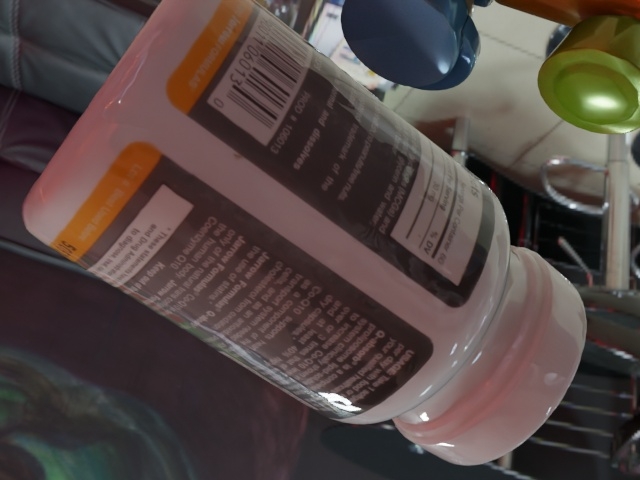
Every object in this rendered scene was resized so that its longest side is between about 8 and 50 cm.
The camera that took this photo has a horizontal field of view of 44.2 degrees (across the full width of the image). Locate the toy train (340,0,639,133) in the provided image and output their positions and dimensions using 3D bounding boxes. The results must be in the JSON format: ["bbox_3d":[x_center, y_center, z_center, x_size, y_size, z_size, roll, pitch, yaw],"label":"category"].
[{"bbox_3d":[0.141,-0.103,0.333,0.248,0.143,0.105,22,155,11],"label":"toy train"}]

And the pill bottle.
[{"bbox_3d":[0.000,0.000,0.430,0.278,0.162,0.162,36,147,-18],"label":"pill bottle"}]
